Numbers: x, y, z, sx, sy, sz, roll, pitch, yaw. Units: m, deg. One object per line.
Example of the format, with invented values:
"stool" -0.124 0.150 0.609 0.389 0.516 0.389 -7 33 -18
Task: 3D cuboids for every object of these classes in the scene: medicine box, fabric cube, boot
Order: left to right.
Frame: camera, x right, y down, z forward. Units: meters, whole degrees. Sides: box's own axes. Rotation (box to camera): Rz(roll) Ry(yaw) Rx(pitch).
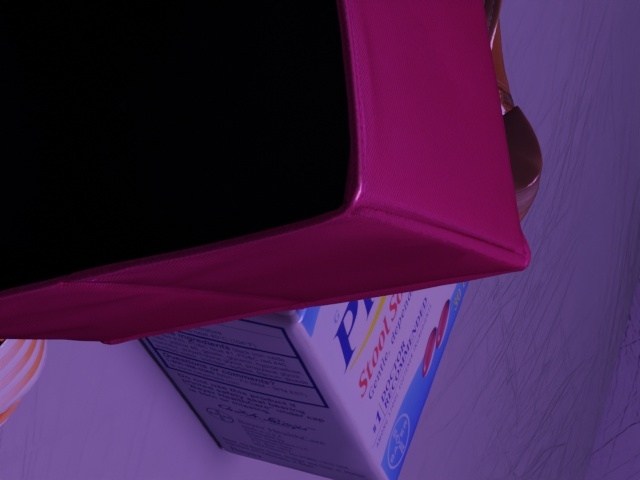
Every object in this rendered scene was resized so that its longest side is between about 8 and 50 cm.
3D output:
"fabric cube" -0.069 -0.093 0.758 0.258 0.259 0.254 15 65 -67
"medicine box" 0.000 0.000 1.191 0.289 0.149 0.263 65 43 -57
"boot" 0.115 -0.139 1.437 0.220 0.109 0.283 103 -37 -79

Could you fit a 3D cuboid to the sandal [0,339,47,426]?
"sandal" -0.196 0.038 0.839 0.265 0.076 0.102 64 43 -56
